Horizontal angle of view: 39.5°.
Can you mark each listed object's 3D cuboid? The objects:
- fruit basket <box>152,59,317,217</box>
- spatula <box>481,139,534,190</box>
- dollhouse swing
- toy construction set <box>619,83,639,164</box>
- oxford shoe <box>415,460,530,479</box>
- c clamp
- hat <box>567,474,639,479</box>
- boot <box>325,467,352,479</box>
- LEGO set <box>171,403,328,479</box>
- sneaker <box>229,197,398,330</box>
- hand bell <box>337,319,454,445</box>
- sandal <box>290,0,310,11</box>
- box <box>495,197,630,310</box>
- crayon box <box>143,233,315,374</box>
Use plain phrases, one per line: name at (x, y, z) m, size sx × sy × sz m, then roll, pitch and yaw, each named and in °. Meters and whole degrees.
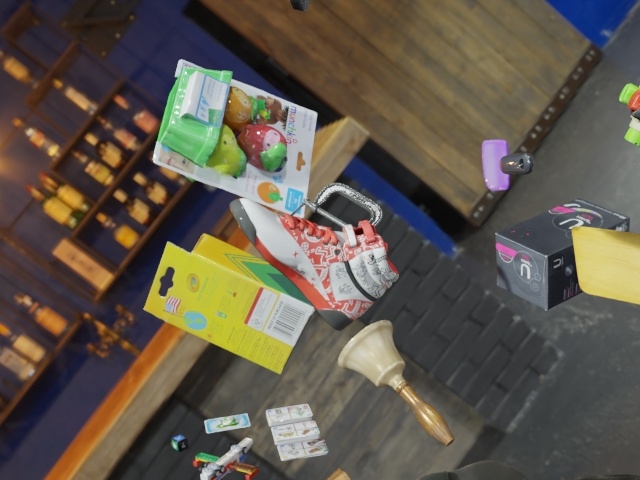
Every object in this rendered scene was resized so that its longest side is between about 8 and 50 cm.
fruit basket at (-0.175, -0.239, 1.987) m, size 0.165 × 0.353 × 0.327 m, roll 124°, pitch 159°, yaw -51°
spatula at (0.280, -0.113, 1.338) m, size 0.296 × 0.030 × 0.084 m, roll -68°, pitch -27°, yaw -85°
dollhouse swing at (0.616, 0.168, 1.528) m, size 0.315 × 0.347 × 0.304 m, roll 10°, pitch 88°, yaw 51°
toy construction set at (0.521, -0.253, 1.308) m, size 0.215 × 0.151 × 0.327 m, roll -73°, pitch -6°, yaw -71°
oxford shoe at (0.194, 0.342, 1.198) m, size 0.076 × 0.212 × 0.076 m, roll -48°, pitch 43°, yaw 50°
c clamp at (0.037, -0.054, 1.780) m, size 0.137 × 0.161 × 0.022 m, roll -54°, pitch -18°, yaw -33°
hat at (0.649, 0.618, 1.838) m, size 0.331 × 0.331 × 0.133 m, roll -86°, pitch 1°, yaw -72°
boot at (-0.057, 0.464, 1.377) m, size 0.280 × 0.096 × 0.264 m, roll -36°, pitch -17°, yaw -3°
LEGO set at (-0.122, 0.347, 1.480) m, size 0.182 × 0.244 × 0.060 m, roll -129°, pitch 34°, yaw -71°
sneaker at (0.000, 0.000, 1.301) m, size 0.145 × 0.270 × 0.090 m, roll -39°, pitch 25°, yaw 7°
hand bell at (0.152, 0.272, 1.597) m, size 0.126 × 0.242 × 0.126 m, roll -30°, pitch -29°, yaw -19°
sandal at (-0.056, -0.460, 1.367) m, size 0.254 × 0.055 × 0.097 m, roll 66°, pitch -139°, yaw -57°
box at (0.553, 0.026, 2.037) m, size 0.270 × 0.143 × 0.165 m, roll -22°, pitch 29°, yaw -27°
crayon box at (-0.181, 0.120, 1.818) m, size 0.081 × 0.319 × 0.202 m, roll -68°, pitch 4°, yaw -55°
